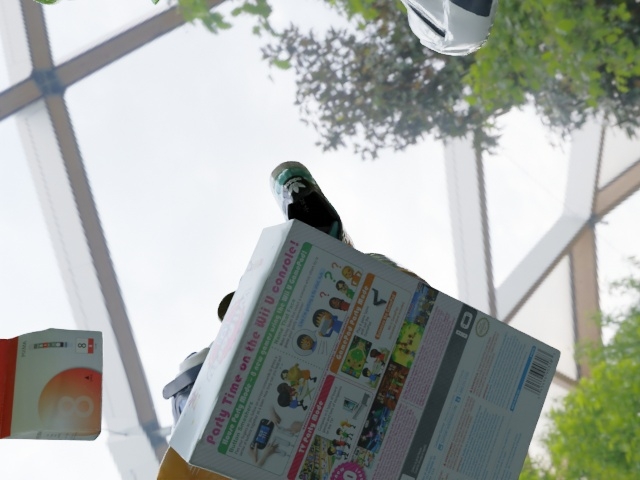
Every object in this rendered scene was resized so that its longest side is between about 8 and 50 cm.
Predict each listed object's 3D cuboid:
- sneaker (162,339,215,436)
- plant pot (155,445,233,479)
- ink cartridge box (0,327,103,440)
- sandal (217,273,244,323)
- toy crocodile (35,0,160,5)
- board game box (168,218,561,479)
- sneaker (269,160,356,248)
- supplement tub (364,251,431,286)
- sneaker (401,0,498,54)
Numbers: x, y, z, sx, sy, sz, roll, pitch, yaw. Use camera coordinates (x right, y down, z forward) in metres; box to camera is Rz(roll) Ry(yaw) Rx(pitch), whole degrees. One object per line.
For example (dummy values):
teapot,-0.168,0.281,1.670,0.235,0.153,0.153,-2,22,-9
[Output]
sneaker,-0.212,0.327,1.678,0.130,0.322,0.237,15,-107,-42
plant pot,-0.142,0.402,1.283,0.205,0.187,0.205,-54,-24,-38
ink cartridge box,-0.371,0.180,0.989,0.179,0.045,0.146,9,-128,-26
sandal,-0.136,0.114,1.419,0.180,0.072,0.049,-64,-18,-64
toy crocodile,-0.248,-0.247,0.634,0.105,0.115,0.340,53,-154,5
board game box,0.048,0.146,0.721,0.303,0.097,0.224,27,-103,-18
sneaker,0.000,0.000,1.418,0.302,0.108,0.121,58,-177,-33
supplement tub,0.078,0.078,0.911,0.106,0.106,0.198,58,177,-11
sneaker,0.013,-0.161,0.344,0.235,0.152,0.094,33,-112,-84
